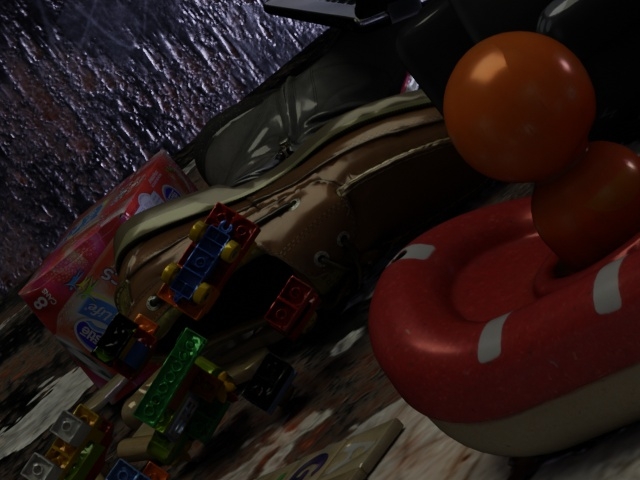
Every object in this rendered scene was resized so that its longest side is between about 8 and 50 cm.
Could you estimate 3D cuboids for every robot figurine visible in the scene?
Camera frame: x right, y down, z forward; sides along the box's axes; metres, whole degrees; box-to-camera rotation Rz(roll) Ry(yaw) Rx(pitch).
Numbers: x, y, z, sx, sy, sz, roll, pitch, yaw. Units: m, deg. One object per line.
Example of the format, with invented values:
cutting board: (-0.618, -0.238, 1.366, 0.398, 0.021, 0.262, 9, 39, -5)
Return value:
robot figurine: (0.183, -0.164, 1.065, 0.278, 0.173, 0.209, -35, 45, 22)

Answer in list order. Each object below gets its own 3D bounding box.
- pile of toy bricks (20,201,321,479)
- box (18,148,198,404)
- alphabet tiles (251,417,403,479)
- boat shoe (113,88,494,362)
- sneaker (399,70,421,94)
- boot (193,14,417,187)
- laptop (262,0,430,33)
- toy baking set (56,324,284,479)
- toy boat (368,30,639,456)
pile of toy bricks: (-0.080, 0.094, 1.115, 0.212, 0.118, 0.105, -56, -17, -7)
box: (-0.160, 0.026, 1.583, 0.122, 0.128, 0.257, -37, 10, 11)
alphabet tiles: (-0.077, 0.187, 0.879, 0.198, 0.009, 0.237, -29, 13, 45)
boat shoe: (0.000, 0.000, 1.231, 0.307, 0.111, 0.104, -26, 46, 18)
sneaker: (0.107, -0.126, 1.489, 0.063, 0.075, 0.170, 110, 179, -56)
boot: (0.045, -0.118, 1.615, 0.338, 0.118, 0.223, -39, 20, -1)
laptop: (0.149, -0.352, 1.514, 0.382, 0.236, 0.408, -23, 17, -15)
toy baking set: (-0.110, 0.112, 1.301, 0.197, 0.030, 0.256, -35, 15, -13)
toy boat: (0.104, -0.016, 0.709, 0.231, 0.151, 0.151, -30, 13, 42)
